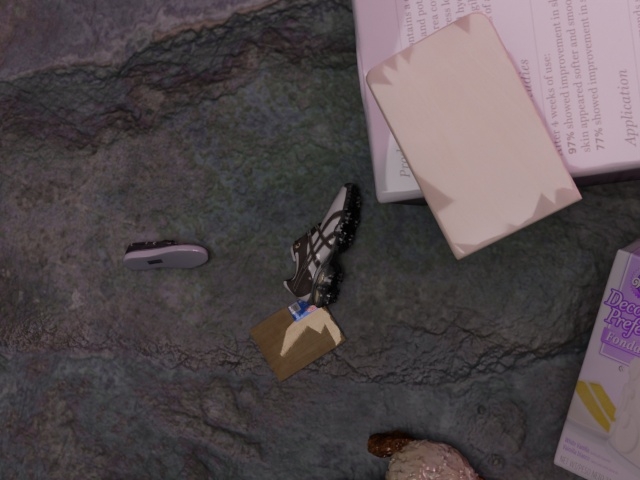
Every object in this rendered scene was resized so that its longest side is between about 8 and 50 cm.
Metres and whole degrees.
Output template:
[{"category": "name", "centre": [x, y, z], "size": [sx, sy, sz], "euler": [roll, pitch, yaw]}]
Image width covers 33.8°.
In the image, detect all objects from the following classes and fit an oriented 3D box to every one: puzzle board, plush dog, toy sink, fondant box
[{"category": "puzzle board", "centre": [-0.036, 0.149, 1.652], "size": [0.128, 0.011, 0.096], "euler": [-34, 81, 12]}, {"category": "plush dog", "centre": [0.131, 0.393, 1.536], "size": [0.262, 0.210, 0.225], "euler": [33, 72, 10]}, {"category": "toy sink", "centre": [0.175, -0.119, 1.196], "size": [0.153, 0.131, 0.234], "euler": [-28, 90, 14]}, {"category": "fondant box", "centre": [0.472, 0.192, 1.399], "size": [0.238, 0.096, 0.330], "euler": [22, 111, 29]}]

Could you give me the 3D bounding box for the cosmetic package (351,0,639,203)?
[{"category": "cosmetic package", "centre": [0.272, -0.230, 1.403], "size": [0.394, 0.327, 0.329], "euler": [-7, 89, 14]}]

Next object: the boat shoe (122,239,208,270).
[{"category": "boat shoe", "centre": [-0.248, 0.018, 1.690], "size": [0.142, 0.049, 0.040], "euler": [-4, 51, 10]}]

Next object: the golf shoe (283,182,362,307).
[{"category": "golf shoe", "centre": [0.000, 0.000, 1.608], "size": [0.094, 0.077, 0.198], "euler": [18, 90, 21]}]
